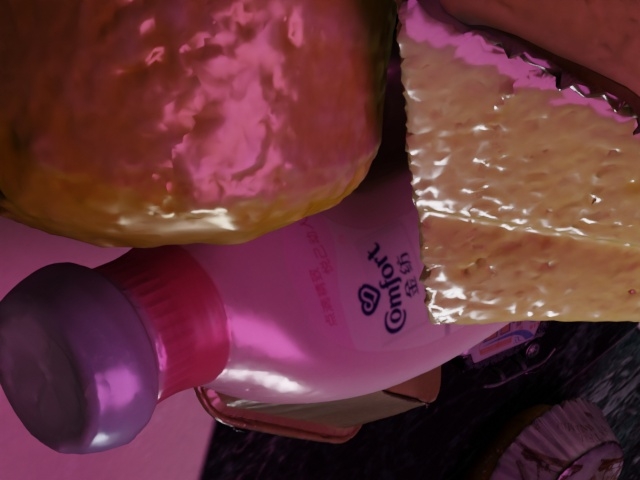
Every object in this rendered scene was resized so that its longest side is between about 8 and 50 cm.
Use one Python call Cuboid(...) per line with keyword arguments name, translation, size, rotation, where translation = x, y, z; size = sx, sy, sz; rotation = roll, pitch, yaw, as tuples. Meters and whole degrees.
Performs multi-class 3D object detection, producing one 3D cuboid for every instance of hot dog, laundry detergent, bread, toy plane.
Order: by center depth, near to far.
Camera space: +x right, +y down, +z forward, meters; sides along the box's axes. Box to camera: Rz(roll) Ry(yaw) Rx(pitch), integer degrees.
Cuboid(name="bread", translation=(-0.066, -0.083, 0.634), size=(0.197, 0.197, 0.171), rotation=(-7, 114, -46))
Cuboid(name="bread", translation=(0.229, -0.124, 0.744), size=(0.404, 0.346, 0.242), rotation=(2, 140, 0))
Cuboid(name="laundry detergent", translation=(0.000, 0.000, 0.778), size=(0.335, 0.159, 0.088), rotation=(-24, 180, -40))
Cuboid(name="toy plane", translation=(0.141, 0.039, 1.102), size=(0.197, 0.053, 0.078), rotation=(-23, 130, -28))
Cuboid(name="hot dog", translation=(0.138, 0.233, 1.270), size=(0.144, 0.075, 0.268), rotation=(7, 121, -47))

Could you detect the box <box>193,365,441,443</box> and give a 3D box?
Cuboid(name="box", translation=(-0.007, 0.054, 0.904), size=(0.177, 0.111, 0.111), rotation=(21, 107, -54))
